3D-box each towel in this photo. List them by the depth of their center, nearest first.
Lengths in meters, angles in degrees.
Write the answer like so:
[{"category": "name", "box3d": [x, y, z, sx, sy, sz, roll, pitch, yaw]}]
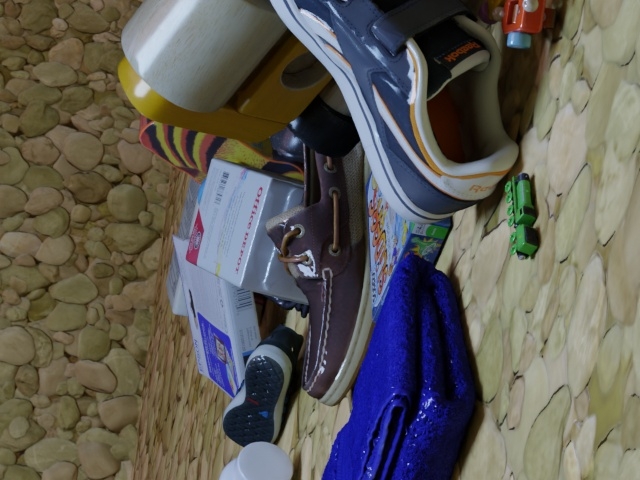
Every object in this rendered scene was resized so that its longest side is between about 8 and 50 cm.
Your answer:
[{"category": "towel", "box3d": [0.048, 0.191, 1.547, 0.228, 0.076, 0.308, -98, 22, -56]}]

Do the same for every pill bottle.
[{"category": "pill bottle", "box3d": [-0.084, 0.306, 2.053, 0.160, 0.087, 0.087, 113, 164, -44]}]

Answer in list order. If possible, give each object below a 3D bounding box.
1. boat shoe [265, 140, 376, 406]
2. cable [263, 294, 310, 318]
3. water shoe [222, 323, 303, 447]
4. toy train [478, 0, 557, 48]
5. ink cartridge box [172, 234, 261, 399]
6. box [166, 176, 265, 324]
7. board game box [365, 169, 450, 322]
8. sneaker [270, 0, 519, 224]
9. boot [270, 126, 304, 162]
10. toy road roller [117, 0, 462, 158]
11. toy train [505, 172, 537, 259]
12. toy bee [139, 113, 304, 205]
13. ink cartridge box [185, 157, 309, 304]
[{"category": "boat shoe", "box3d": [0.000, 0.000, 1.841, 0.123, 0.123, 0.342, 139, 141, -72]}, {"category": "cable", "box3d": [-0.014, 0.015, 2.114, 0.151, 0.047, 0.184, -70, 20, 0]}, {"category": "water shoe", "box3d": [-0.061, 0.184, 2.163, 0.080, 0.073, 0.203, -54, -8, -40]}, {"category": "toy train", "box3d": [0.172, -0.231, 1.432, 0.125, 0.046, 0.166, 163, 114, -76]}, {"category": "ink cartridge box", "box3d": [-0.131, 0.100, 2.330, 0.208, 0.045, 0.206, -155, 53, -66]}, {"category": "box", "box3d": [-0.129, -0.013, 2.479, 0.148, 0.126, 0.232, -118, 40, -72]}, {"category": "board game box", "box3d": [0.082, -0.034, 1.697, 0.201, 0.035, 0.136, -92, 17, -49]}, {"category": "sneaker", "box3d": [0.063, -0.176, 1.460, 0.127, 0.126, 0.321, -25, 97, 53]}, {"category": "boot", "box3d": [-0.001, -0.255, 2.184, 0.338, 0.118, 0.223, -118, 43, -56]}, {"category": "toy road roller", "box3d": [-0.047, -0.237, 1.672, 0.202, 0.329, 0.241, -47, 55, 30]}, {"category": "toy train", "box3d": [0.157, -0.020, 1.368, 0.024, 0.017, 0.083, 126, 155, -43]}, {"category": "toy bee", "box3d": [-0.082, -0.100, 2.225, 0.162, 0.298, 0.195, -32, 55, 19]}, {"category": "ink cartridge box", "box3d": [-0.052, -0.009, 1.986, 0.176, 0.127, 0.128, 24, 98, 64]}]
